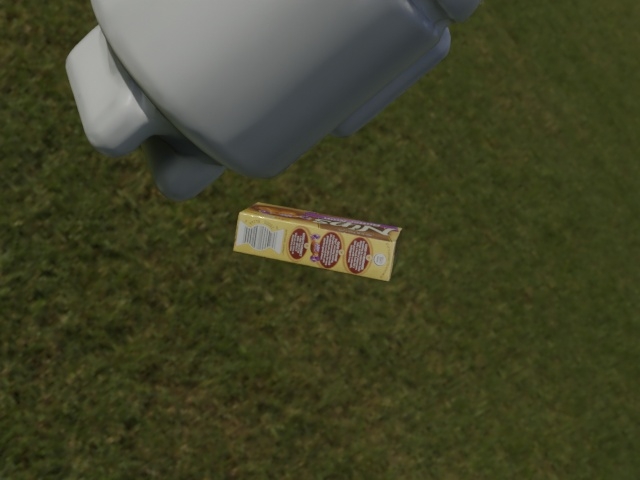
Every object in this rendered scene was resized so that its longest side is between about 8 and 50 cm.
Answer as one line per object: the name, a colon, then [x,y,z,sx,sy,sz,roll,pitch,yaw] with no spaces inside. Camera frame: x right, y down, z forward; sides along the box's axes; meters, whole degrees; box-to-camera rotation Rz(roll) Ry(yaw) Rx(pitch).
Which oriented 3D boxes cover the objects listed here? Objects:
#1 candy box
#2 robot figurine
candy box: [0.000,0.000,1.247,0.187,0.053,0.109,10,10,8]
robot figurine: [-0.020,-0.184,0.747,0.300,0.353,0.199,35,22,-50]
